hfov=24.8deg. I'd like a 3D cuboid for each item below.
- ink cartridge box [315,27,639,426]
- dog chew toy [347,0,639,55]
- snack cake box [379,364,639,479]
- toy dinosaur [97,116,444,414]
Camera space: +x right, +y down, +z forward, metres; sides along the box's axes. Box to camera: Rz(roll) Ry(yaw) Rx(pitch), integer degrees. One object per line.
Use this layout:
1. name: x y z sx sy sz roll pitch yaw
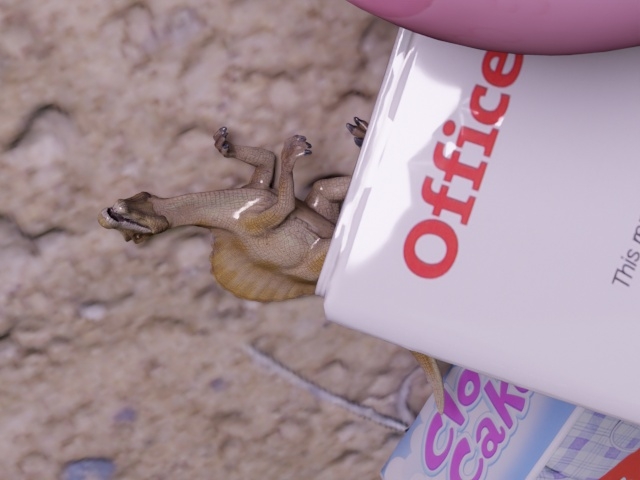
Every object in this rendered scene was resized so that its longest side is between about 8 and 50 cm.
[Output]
1. ink cartridge box: 0.158 -0.031 0.499 0.278 0.117 0.201 18 94 0
2. dog chew toy: 0.111 -0.196 0.347 0.332 0.206 0.207 -41 128 -13
3. snack cake box: 0.165 0.053 0.670 0.152 0.089 0.264 19 112 -31
4. toy dinosaur: 0.000 0.000 0.607 0.183 0.053 0.092 27 124 -25
